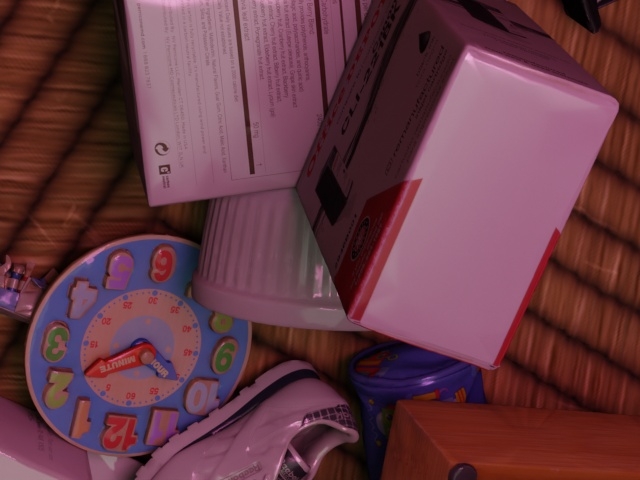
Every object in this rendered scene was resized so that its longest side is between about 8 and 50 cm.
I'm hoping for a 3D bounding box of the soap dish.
[{"bbox_3d":[0.187,0.259,1.548,0.291,0.118,0.229,6,105,-17],"label":"soap dish"}]

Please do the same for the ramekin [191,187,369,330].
[{"bbox_3d":[0.000,0.000,1.505,0.207,0.207,0.109,3,100,-12],"label":"ramekin"}]

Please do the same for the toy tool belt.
[{"bbox_3d":[-0.265,0.036,1.552,0.083,0.052,0.051,23,73,-21],"label":"toy tool belt"}]

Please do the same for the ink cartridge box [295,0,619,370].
[{"bbox_3d":[0.083,-0.062,1.266,0.114,0.273,0.197,19,106,-14],"label":"ink cartridge box"}]

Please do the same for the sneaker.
[{"bbox_3d":[-0.075,0.207,1.595,0.235,0.095,0.090,-41,141,-1],"label":"sneaker"}]

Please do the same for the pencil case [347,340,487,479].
[{"bbox_3d":[0.108,0.229,1.649,0.119,0.133,0.306,0,113,26],"label":"pencil case"}]

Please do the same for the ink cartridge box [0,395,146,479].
[{"bbox_3d":[-0.334,0.232,1.566,0.353,0.119,0.207,25,102,-18],"label":"ink cartridge box"}]

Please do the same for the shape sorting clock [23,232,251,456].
[{"bbox_3d":[-0.155,0.093,1.575,0.206,0.040,0.206,-10,117,-21],"label":"shape sorting clock"}]

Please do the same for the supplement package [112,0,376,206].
[{"bbox_3d":[-0.011,-0.153,1.456,0.293,0.177,0.175,-8,111,-9],"label":"supplement package"}]

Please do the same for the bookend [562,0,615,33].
[{"bbox_3d":[0.261,-0.279,1.519,0.156,0.072,0.157,-23,113,-2],"label":"bookend"}]
